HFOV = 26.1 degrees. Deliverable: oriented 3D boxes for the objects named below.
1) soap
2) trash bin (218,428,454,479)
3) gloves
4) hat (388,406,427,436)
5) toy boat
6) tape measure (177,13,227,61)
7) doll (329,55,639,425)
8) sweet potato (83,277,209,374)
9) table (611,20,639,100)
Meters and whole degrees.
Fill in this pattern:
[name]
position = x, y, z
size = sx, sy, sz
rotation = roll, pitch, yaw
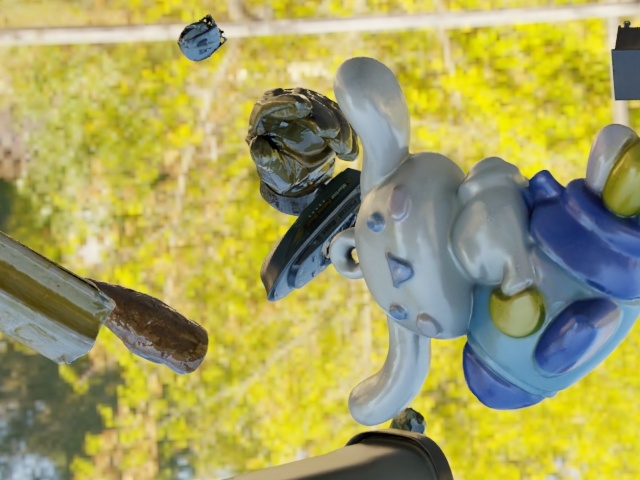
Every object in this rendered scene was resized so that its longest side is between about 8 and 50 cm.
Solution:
[soap]
position = -0.415, 0.052, 1.773
size = 0.274, 0.089, 0.173
rotation = 33, 157, -16
[trash bin]
position = 0.011, 0.359, 1.688
size = 0.250, 0.220, 0.219
rotation = -7, 180, -23
[gloves]
position = -0.028, -0.137, 1.918
size = 0.154, 0.141, 0.331
rotation = -1, 160, -3
[hat]
position = 0.104, 0.289, 1.857
size = 0.081, 0.122, 0.166
rotation = -20, 175, -9
[toy boat]
position = 0.000, 0.000, 1.923
size = 0.103, 0.093, 0.246
rotation = 31, -122, 20
[tape measure]
position = -0.243, -0.410, 2.816
size = 0.094, 0.054, 0.091
rotation = -35, 154, 4
[doll]
position = 0.169, 0.028, 1.304
size = 0.365, 0.376, 0.187
rotation = 7, -137, 25
[sweet potato]
position = -0.290, 0.134, 2.232
size = 0.251, 0.097, 0.097
rotation = 28, -171, 12
[table]
position = 0.437, -0.248, 1.880
size = 0.070, 0.083, 0.082
rotation = 1, -138, 18
